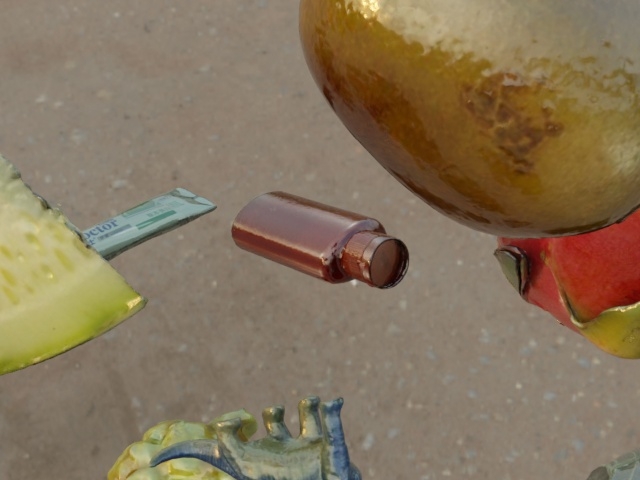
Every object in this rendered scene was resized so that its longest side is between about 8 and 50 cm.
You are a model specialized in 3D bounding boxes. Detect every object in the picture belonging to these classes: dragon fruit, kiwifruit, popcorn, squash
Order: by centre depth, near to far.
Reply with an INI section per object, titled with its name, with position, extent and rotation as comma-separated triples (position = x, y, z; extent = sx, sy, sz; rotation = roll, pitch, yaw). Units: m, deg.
[kiwifruit]
position = 0.104, -0.105, 0.561
extent = 0.234, 0.196, 0.196
rotation = 49, 46, -3
[squash]
position = -0.281, 0.027, 0.731
extent = 0.237, 0.204, 0.155
rotation = 48, 64, -5
[dragon fruit]
position = 0.276, -0.059, 0.834
extent = 0.305, 0.226, 0.305
rotation = -4, 75, 16
[popcorn]
position = -0.213, 0.426, 1.599
extent = 0.279, 0.274, 0.335
rotation = 16, 23, -40

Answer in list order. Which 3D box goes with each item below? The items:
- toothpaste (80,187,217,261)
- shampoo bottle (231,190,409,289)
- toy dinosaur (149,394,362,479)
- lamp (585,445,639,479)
[toothpaste]
position = -0.201, -0.005, 0.994
extent = 0.064, 0.041, 0.218
rotation = 24, 39, 35
[shampoo bottle]
position = 0.000, 0.000, 1.191
extent = 0.102, 0.064, 0.260
rotation = -34, 30, -25
[toy dinosaur]
position = -0.028, 0.244, 0.925
extent = 0.248, 0.188, 0.075
rotation = -12, -6, 9
[lamp]
position = 0.337, 0.325, 0.955
extent = 0.233, 0.233, 0.265
rotation = 25, 63, 32
